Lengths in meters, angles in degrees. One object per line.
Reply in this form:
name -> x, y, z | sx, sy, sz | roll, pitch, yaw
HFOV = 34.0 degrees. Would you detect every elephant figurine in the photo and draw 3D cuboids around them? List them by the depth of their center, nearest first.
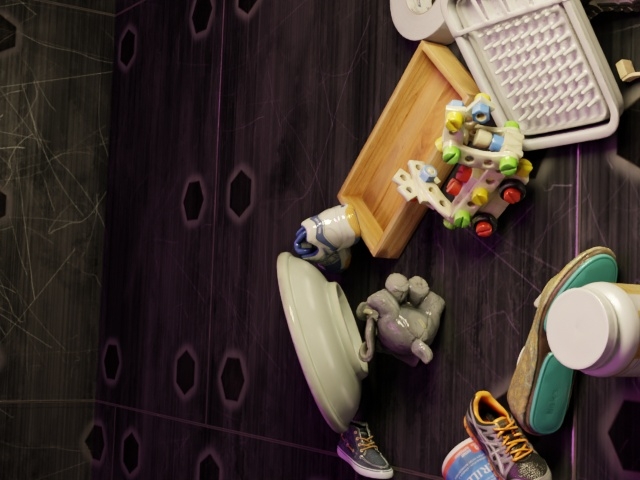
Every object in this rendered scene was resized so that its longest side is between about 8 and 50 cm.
elephant figurine -> 0.147, 0.187, 2.139 | 0.169, 0.186, 0.239 | 37, 141, 3

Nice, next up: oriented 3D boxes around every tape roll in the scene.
tape roll -> 0.236, -0.512, 2.136 | 0.219, 0.072, 0.219 | -8, 80, 55

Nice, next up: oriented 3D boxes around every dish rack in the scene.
dish rack -> 0.371, -0.323, 1.796 | 0.286, 0.072, 0.332 | -6, 116, 57

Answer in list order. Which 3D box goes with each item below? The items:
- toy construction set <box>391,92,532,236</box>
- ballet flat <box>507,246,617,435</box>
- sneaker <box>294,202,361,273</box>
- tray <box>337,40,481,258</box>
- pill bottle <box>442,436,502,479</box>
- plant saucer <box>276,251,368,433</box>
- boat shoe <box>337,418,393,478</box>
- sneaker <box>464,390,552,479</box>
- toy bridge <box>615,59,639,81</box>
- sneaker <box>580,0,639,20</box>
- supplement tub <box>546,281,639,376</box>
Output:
toy construction set -> 0.259, -0.124, 1.917 | 0.327, 0.215, 0.151 | 131, 158, -59
ballet flat -> 0.399, 0.160, 1.782 | 0.123, 0.123, 0.348 | 34, 114, 52
sneaker -> 0.000, 0.000, 2.292 | 0.296, 0.131, 0.111 | 103, 151, -68
tray -> 0.187, -0.182, 2.168 | 0.411, 0.076, 0.202 | -62, 41, 32
pill bottle -> 0.319, 0.459, 1.843 | 0.221, 0.124, 0.124 | 52, 127, 45
plant saucer -> 0.021, 0.202, 2.205 | 0.101, 0.400, 0.400 | -19, 63, 7
boat shoe -> 0.094, 0.442, 2.229 | 0.183, 0.065, 0.083 | 19, 106, 57
sneaker -> 0.321, 0.349, 1.813 | 0.215, 0.084, 0.083 | 45, 150, 41
toy bridge -> 0.558, -0.304, 1.673 | 0.188, 0.026, 0.063 | -36, 60, 48
sneaker -> 0.455, -0.463, 1.786 | 0.330, 0.130, 0.147 | 6, 77, 53
supplement tub -> 0.461, 0.137, 1.604 | 0.144, 0.200, 0.144 | -11, 76, 55
